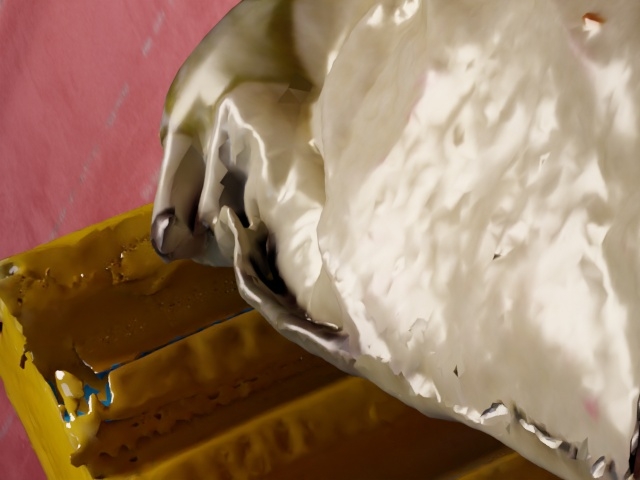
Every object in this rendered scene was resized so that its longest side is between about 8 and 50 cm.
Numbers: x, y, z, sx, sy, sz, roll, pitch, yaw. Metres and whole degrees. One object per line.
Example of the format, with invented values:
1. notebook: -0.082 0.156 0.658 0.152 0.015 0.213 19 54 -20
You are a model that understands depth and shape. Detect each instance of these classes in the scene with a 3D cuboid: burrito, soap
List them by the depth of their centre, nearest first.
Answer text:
1. burrito: 0.071 -0.035 0.700 0.332 0.135 0.190 24 100 54
2. soap: 0.035 0.055 0.851 0.204 0.324 0.096 62 157 18

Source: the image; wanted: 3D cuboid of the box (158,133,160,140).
1. box: 0.000 0.000 1.226 0.273 0.048 0.265 66 157 9
